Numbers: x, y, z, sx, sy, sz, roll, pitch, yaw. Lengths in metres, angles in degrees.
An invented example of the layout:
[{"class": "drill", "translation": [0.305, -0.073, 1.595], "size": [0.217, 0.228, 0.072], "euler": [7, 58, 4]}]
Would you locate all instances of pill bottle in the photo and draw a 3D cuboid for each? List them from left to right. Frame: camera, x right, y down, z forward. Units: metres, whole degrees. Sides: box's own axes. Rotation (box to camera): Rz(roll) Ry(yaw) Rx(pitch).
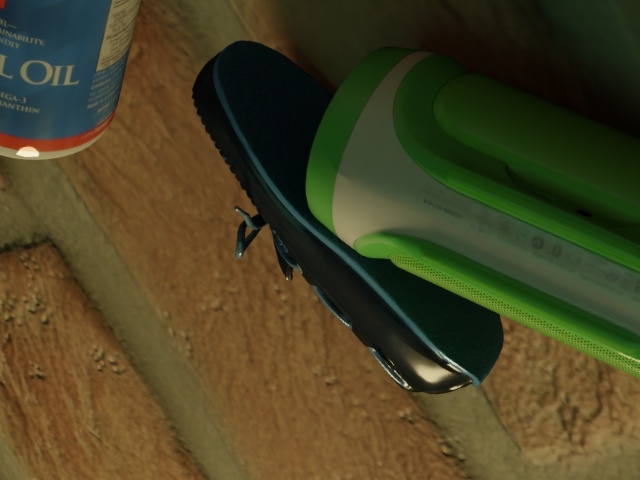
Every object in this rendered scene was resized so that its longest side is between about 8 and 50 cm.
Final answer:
[{"class": "pill bottle", "translation": [-0.170, -0.168, 1.089], "size": [0.124, 0.124, 0.221], "euler": [33, 133, 16]}]

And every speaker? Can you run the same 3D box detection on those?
[{"class": "speaker", "translation": [0.143, -0.003, 0.957], "size": [0.296, 0.131, 0.131], "euler": [25, 131, 22]}]

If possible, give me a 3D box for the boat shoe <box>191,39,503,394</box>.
[{"class": "boat shoe", "translation": [0.000, 0.000, 1.086], "size": [0.258, 0.109, 0.089], "euler": [55, 138, -3]}]
